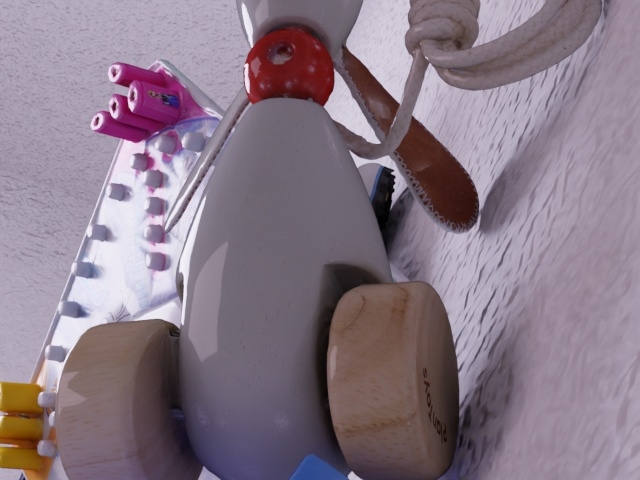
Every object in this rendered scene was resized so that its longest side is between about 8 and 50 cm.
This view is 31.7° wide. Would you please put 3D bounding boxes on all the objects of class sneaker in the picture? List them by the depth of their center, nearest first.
[{"bbox_3d":[-0.005,0.001,0.881,0.237,0.086,0.085,129,163,-64],"label":"sneaker"}]

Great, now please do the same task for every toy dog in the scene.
[{"bbox_3d":[0.000,0.000,0.561,0.333,0.220,0.161,-63,-28,-25],"label":"toy dog"}]

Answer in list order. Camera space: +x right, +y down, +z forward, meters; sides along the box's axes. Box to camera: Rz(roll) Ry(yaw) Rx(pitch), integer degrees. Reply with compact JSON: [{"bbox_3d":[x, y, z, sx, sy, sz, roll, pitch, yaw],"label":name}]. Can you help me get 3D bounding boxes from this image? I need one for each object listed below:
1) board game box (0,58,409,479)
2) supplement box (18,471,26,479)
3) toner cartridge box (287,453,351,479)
[{"bbox_3d":[-0.130,0.104,0.832,0.390,0.050,0.390,44,117,48],"label":"board game box"},{"bbox_3d":[-0.161,0.139,1.192,0.356,0.194,0.195,-89,22,-70],"label":"supplement box"},{"bbox_3d":[-0.073,0.249,0.480,0.165,0.075,0.347,-49,-9,-45],"label":"toner cartridge box"}]
